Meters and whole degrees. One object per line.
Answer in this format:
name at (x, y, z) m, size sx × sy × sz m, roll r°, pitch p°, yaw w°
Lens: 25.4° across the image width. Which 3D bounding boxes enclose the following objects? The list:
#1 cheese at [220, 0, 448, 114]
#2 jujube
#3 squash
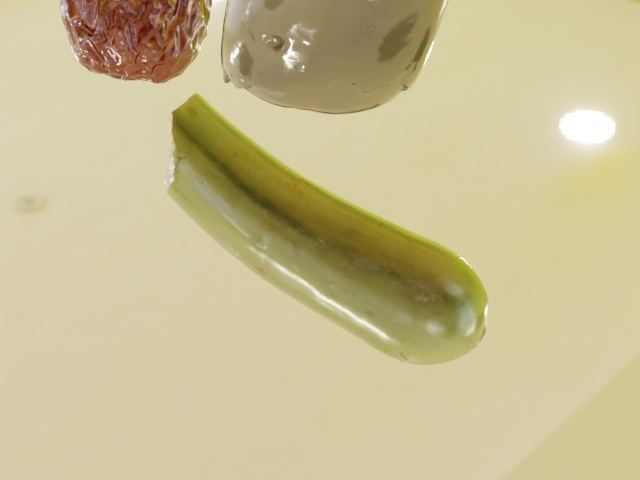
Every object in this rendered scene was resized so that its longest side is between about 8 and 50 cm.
cheese at (0.023, -0.154, 0.614) m, size 0.091 × 0.202 × 0.175 m, roll 19°, pitch -165°, yaw -5°
jujube at (-0.133, -0.207, 1.068) m, size 0.109 × 0.176 × 0.112 m, roll 11°, pitch -176°, yaw 18°
squash at (0.000, 0.000, 0.932) m, size 0.250 × 0.083 × 0.083 m, roll 33°, pitch -143°, yaw -1°
